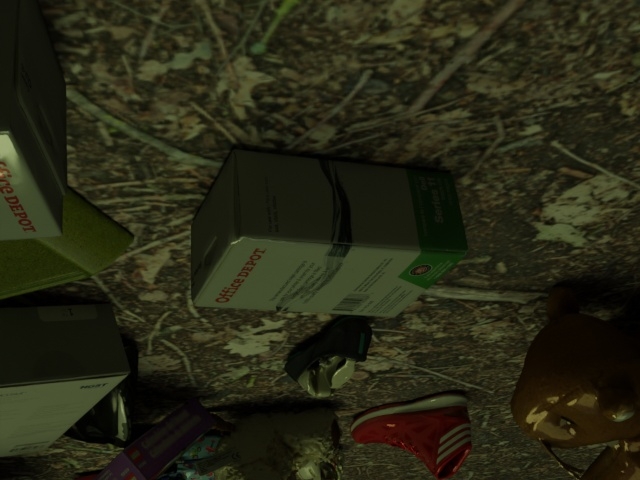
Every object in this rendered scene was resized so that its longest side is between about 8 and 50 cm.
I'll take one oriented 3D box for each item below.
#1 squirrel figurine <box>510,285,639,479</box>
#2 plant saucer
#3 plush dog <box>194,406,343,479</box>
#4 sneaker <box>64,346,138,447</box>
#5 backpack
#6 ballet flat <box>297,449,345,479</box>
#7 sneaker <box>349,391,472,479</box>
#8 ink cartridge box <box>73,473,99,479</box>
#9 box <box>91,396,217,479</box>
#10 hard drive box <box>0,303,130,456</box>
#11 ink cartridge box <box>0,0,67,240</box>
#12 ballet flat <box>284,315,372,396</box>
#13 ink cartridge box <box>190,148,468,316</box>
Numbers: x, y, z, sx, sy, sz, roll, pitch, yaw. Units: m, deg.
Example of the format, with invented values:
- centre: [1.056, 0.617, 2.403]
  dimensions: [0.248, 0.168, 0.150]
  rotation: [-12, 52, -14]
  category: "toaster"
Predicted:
- centre: [0.433, 0.163, 1.104]
  dimensions: [0.371, 0.281, 0.397]
  rotation: [29, 124, -35]
  category: "squirrel figurine"
- centre: [-0.293, 0.003, 0.795]
  dimensions: [0.189, 0.045, 0.188]
  rotation: [-13, 153, 16]
  category: "plant saucer"
- centre: [-0.104, 0.389, 1.445]
  dimensions: [0.211, 0.262, 0.225]
  rotation: [20, 133, 15]
  category: "plush dog"
- centre: [-0.305, 0.213, 1.163]
  dimensions: [0.124, 0.107, 0.283]
  rotation: [6, 152, -12]
  category: "sneaker"
- centre: [-0.243, 0.382, 1.509]
  dimensions: [0.173, 0.116, 0.158]
  rotation: [-1, 155, -15]
  category: "backpack"
- centre: [-0.011, 0.405, 1.646]
  dimensions: [0.091, 0.077, 0.241]
  rotation: [-15, 152, 20]
  category: "ballet flat"
- centre: [0.147, 0.335, 1.475]
  dimensions: [0.221, 0.128, 0.087]
  rotation: [-25, 147, 32]
  category: "sneaker"
- centre: [-0.306, 0.544, 1.702]
  dimensions: [0.306, 0.226, 0.131]
  rotation: [-14, 154, 13]
  category: "ink cartridge box"
- centre: [-0.299, 0.363, 1.298]
  dimensions: [0.293, 0.057, 0.201]
  rotation: [-45, 175, 23]
  category: "box"
- centre: [-0.349, 0.164, 0.990]
  dimensions: [0.181, 0.089, 0.232]
  rotation: [2, 149, -44]
  category: "hard drive box"
- centre: [-0.253, -0.077, 0.541]
  dimensions: [0.176, 0.127, 0.128]
  rotation: [-3, 154, -5]
  category: "ink cartridge box"
- centre: [0.006, 0.163, 1.159]
  dimensions: [0.074, 0.074, 0.203]
  rotation: [7, 152, -24]
  category: "ballet flat"
- centre: [0.000, 0.000, 0.800]
  dimensions: [0.209, 0.086, 0.153]
  rotation: [5, 153, -22]
  category: "ink cartridge box"
